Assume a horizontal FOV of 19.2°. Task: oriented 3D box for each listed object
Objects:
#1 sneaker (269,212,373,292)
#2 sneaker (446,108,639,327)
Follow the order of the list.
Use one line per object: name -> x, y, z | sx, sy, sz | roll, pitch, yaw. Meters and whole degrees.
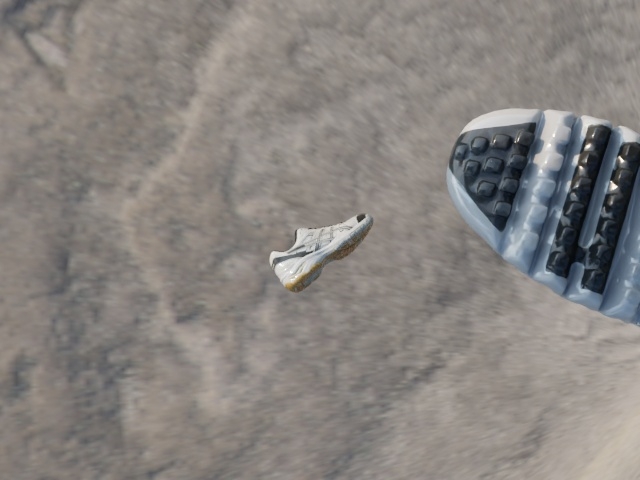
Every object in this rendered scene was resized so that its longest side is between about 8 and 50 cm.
sneaker -> 0.000, 0.000, 1.359 | 0.083, 0.032, 0.037 | -36, 70, -20
sneaker -> 0.206, 0.014, 1.127 | 0.292, 0.118, 0.110 | 25, 79, -1
